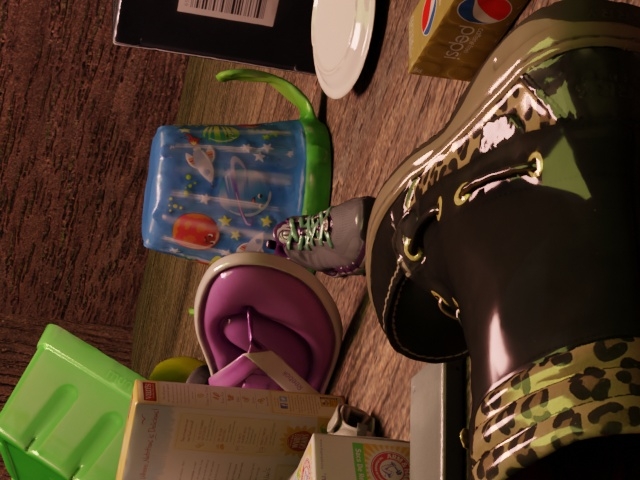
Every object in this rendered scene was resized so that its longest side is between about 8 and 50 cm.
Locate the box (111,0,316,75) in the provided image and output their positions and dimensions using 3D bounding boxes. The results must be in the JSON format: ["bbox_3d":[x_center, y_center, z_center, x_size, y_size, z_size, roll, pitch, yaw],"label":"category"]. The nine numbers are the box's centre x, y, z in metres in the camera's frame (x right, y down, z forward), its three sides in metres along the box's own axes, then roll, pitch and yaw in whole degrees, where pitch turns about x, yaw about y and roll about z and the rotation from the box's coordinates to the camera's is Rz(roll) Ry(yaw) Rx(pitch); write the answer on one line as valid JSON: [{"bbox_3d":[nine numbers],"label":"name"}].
[{"bbox_3d":[-0.146,-0.422,2.074,0.395,0.293,0.212,-104,25,-61],"label":"box"}]

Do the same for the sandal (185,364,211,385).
[{"bbox_3d":[-0.103,0.195,1.856,0.254,0.054,0.097,-18,-52,-65],"label":"sandal"}]

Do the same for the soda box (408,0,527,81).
[{"bbox_3d":[0.129,-0.203,1.208,0.181,0.061,0.058,124,151,-64],"label":"soda box"}]

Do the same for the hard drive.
[{"bbox_3d":[0.099,0.173,1.223,0.094,0.022,0.135,124,150,-65],"label":"hard drive"}]

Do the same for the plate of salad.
[{"bbox_3d":[0.035,-0.270,1.727,0.200,0.048,0.200,-177,90,-68],"label":"plate of salad"}]

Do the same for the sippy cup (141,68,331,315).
[{"bbox_3d":[-0.119,-0.059,1.904,0.240,0.224,0.305,111,162,-48],"label":"sippy cup"}]

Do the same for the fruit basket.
[{"bbox_3d":[-0.220,0.261,2.019,0.283,0.392,0.392,88,179,-49],"label":"fruit basket"}]

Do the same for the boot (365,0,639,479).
[{"bbox_3d":[0.125,0.063,0.916,0.377,0.138,0.284,123,152,-53],"label":"boot"}]

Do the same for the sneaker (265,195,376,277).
[{"bbox_3d":[0.000,0.000,1.607,0.223,0.098,0.083,135,141,-72],"label":"sneaker"}]

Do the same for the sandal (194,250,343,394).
[{"bbox_3d":[-0.060,0.176,1.660,0.416,0.169,0.102,92,179,-47],"label":"sandal"}]

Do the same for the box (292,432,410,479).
[{"bbox_3d":[0.033,0.287,1.271,0.114,0.103,0.203,111,162,-49],"label":"box"}]

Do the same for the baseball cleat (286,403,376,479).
[{"bbox_3d":[0.019,0.233,1.502,0.206,0.072,0.109,142,148,-67],"label":"baseball cleat"}]

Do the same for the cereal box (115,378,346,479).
[{"bbox_3d":[-0.103,0.240,1.609,0.047,0.240,0.173,-99,21,-52],"label":"cereal box"}]
